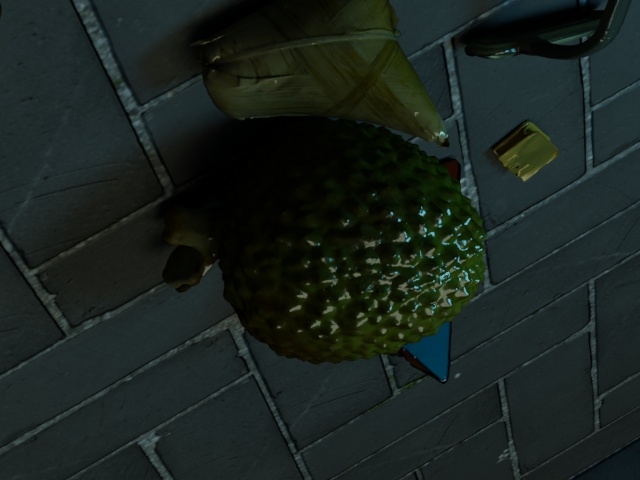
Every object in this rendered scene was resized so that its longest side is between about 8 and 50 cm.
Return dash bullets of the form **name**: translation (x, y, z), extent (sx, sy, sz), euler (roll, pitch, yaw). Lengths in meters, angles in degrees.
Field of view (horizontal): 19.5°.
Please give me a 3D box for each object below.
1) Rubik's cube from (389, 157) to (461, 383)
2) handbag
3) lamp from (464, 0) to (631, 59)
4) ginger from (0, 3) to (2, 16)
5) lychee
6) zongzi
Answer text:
- **Rubik's cube**: translation (0.032, -0.012, 2.102), extent (0.234, 0.284, 0.250), euler (23, 96, -35)
- **handbag**: translation (0.244, -0.108, 2.222), extent (0.061, 0.027, 0.083), euler (-38, 151, 14)
- **lamp**: translation (0.300, -0.269, 1.905), extent (0.203, 0.124, 0.283), euler (-25, 157, -38)
- **ginger**: translation (-0.312, -0.194, 1.375), extent (0.073, 0.103, 0.162), euler (-38, 163, 20)
- **lychee**: translation (0.011, 0.003, 1.889), extent (0.270, 0.320, 0.270), euler (-33, 142, -31)
- **zongzi**: translation (0.003, -0.137, 1.710), extent (0.195, 0.197, 0.099), euler (-26, 168, -5)
